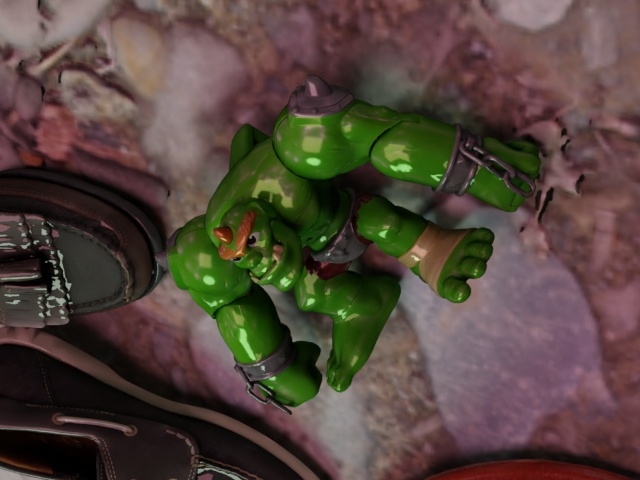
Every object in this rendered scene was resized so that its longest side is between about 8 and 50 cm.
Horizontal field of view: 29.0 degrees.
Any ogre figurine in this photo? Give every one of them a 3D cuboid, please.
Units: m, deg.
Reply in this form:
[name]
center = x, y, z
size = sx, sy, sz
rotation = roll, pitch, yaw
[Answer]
[ogre figurine]
center = 0.000, 0.000, 0.604
size = 0.118, 0.097, 0.197
rotation = 33, 143, -15

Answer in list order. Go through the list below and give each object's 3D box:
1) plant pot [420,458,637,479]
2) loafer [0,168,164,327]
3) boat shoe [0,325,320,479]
[plant pot]
center = 0.096, 0.294, 0.590
size = 0.272, 0.265, 0.272
rotation = 8, 119, 16
[loafer]
center = -0.222, 0.011, 0.717
size = 0.268, 0.084, 0.096
rotation = 7, 120, 23
[boat shoe]
center = -0.105, 0.134, 0.723
size = 0.233, 0.079, 0.084
rotation = 24, 133, 0
